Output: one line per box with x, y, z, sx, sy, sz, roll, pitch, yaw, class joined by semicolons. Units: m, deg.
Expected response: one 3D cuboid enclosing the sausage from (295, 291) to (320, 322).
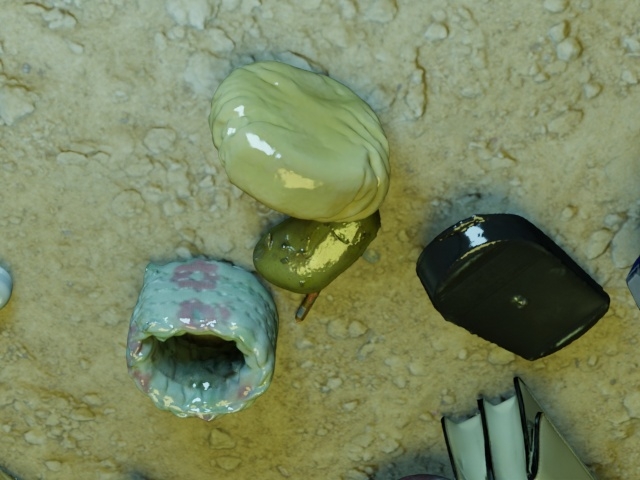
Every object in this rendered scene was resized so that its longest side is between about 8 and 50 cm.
-0.011;0.077;1.656;0.015;0.015;0.100;22;119;-14;sausage

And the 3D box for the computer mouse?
0.253;0.053;1.610;0.168;0.087;0.295;-39;128;24;computer mouse

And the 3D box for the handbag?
0.337;0.401;1.740;0.160;0.237;0.358;-30;118;19;handbag

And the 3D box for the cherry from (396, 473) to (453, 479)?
0.151;0.460;1.790;0.236;0.213;0.285;-20;150;39;cherry

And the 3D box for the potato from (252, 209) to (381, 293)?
0.000;0.000;1.570;0.188;0.085;0.105;-38;94;17;potato

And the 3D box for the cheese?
-0.025;-0.111;1.424;0.225;0.214;0.117;15;125;-19;cheese

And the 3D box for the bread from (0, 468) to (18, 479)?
-0.558;0.390;1.784;0.288;0.119;0.152;39;119;-23;bread

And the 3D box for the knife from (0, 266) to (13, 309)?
-0.503;0.157;1.688;0.080;0.044;0.331;18;127;-20;knife

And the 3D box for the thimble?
-0.162;0.127;1.608;0.211;0.149;0.185;38;117;-21;thimble

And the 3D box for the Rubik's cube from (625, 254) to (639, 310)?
0.546;0.038;1.496;0.264;0.319;0.319;32;120;10;Rubik's cube
